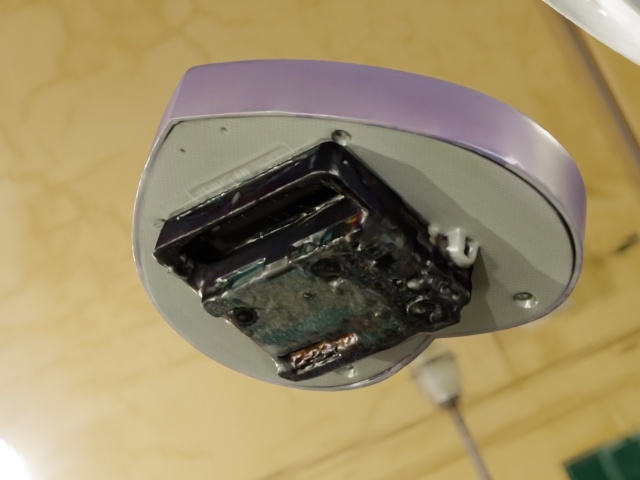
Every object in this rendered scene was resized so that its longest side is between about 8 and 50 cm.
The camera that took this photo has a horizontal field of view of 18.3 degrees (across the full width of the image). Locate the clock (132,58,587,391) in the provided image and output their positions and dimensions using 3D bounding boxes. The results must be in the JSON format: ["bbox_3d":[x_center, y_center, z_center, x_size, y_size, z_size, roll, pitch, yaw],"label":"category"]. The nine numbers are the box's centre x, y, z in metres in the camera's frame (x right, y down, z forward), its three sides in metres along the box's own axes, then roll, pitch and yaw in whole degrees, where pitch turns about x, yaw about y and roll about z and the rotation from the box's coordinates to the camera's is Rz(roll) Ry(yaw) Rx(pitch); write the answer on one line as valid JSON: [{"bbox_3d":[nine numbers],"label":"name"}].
[{"bbox_3d":[0.000,0.000,0.807,0.198,0.064,0.172,-24,-51,36],"label":"clock"}]

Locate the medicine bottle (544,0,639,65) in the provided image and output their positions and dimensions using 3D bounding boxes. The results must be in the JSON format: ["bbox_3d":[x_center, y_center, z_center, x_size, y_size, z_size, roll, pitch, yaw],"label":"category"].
[{"bbox_3d":[0.227,-0.268,1.134,0.306,0.245,0.245,-52,-16,1],"label":"medicine bottle"}]
